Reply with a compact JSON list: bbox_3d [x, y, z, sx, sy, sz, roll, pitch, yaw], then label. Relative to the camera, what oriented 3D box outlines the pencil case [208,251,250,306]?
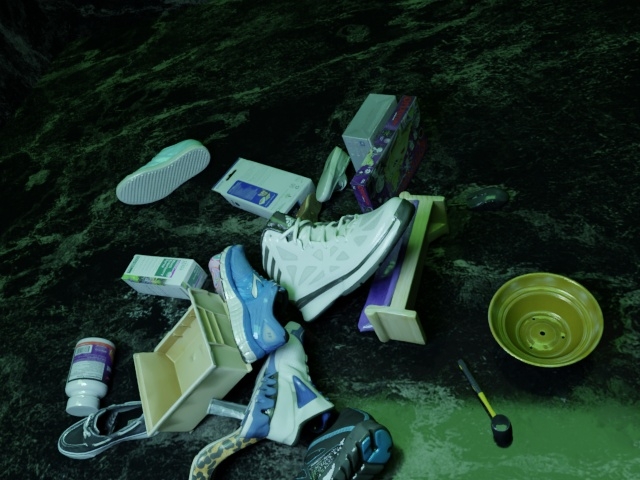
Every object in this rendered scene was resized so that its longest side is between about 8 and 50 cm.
[{"bbox_3d":[-0.218,0.150,1.336,0.124,0.124,0.284,-30,49,-1],"label":"pencil case"}]

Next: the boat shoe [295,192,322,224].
[{"bbox_3d":[-0.046,-0.065,1.477,0.060,0.064,0.177,-29,34,47],"label":"boat shoe"}]

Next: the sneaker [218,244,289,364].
[{"bbox_3d":[-0.156,0.138,1.182,0.147,0.129,0.329,-16,52,-10],"label":"sneaker"}]

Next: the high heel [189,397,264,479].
[{"bbox_3d":[-0.189,0.502,1.094,0.187,0.093,0.261,14,79,-3],"label":"high heel"}]

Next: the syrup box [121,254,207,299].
[{"bbox_3d":[-0.478,0.112,1.494,0.237,0.096,0.093,3,55,26],"label":"syrup box"}]

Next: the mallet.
[{"bbox_3d":[0.342,0.334,1.019,0.039,0.062,0.189,-26,34,1],"label":"mallet"}]

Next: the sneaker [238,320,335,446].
[{"bbox_3d":[-0.058,0.350,1.118,0.182,0.127,0.315,26,32,-5],"label":"sneaker"}]

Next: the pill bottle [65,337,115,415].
[{"bbox_3d":[-0.641,0.379,1.348,0.108,0.108,0.193,-16,50,11],"label":"pill bottle"}]

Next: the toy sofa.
[{"bbox_3d":[0.200,0.062,1.209,0.177,0.150,0.362,6,57,25],"label":"toy sofa"}]

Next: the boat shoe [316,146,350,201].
[{"bbox_3d":[0.050,-0.200,1.519,0.079,0.081,0.227,-44,22,50],"label":"boat shoe"}]

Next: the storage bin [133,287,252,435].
[{"bbox_3d":[-0.328,0.294,1.205,0.262,0.123,0.260,-48,47,18],"label":"storage bin"}]

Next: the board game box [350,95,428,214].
[{"bbox_3d":[0.207,-0.219,1.385,0.056,0.208,0.346,17,63,29],"label":"board game box"}]

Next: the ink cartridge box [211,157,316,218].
[{"bbox_3d":[-0.192,-0.168,1.611,0.333,0.065,0.165,23,66,33],"label":"ink cartridge box"}]

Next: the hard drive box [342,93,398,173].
[{"bbox_3d":[0.172,-0.281,1.431,0.089,0.232,0.181,16,61,32],"label":"hard drive box"}]

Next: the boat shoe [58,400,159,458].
[{"bbox_3d":[-0.552,0.476,1.237,0.302,0.102,0.108,-16,50,11],"label":"boat shoe"}]

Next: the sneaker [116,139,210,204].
[{"bbox_3d":[-0.594,-0.262,1.824,0.366,0.135,0.150,-28,40,-11],"label":"sneaker"}]

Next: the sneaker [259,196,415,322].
[{"bbox_3d":[-0.001,0.001,1.133,0.447,0.257,0.169,-46,3,40],"label":"sneaker"}]

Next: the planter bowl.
[{"bbox_3d":[0.475,0.183,1.036,0.217,0.090,0.217,-11,51,14],"label":"planter bowl"}]

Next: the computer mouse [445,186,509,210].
[{"bbox_3d":[0.390,-0.110,1.333,0.242,0.041,0.071,-8,53,19],"label":"computer mouse"}]

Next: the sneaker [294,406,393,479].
[{"bbox_3d":[0.005,0.500,0.997,0.341,0.125,0.140,-45,24,-11],"label":"sneaker"}]
